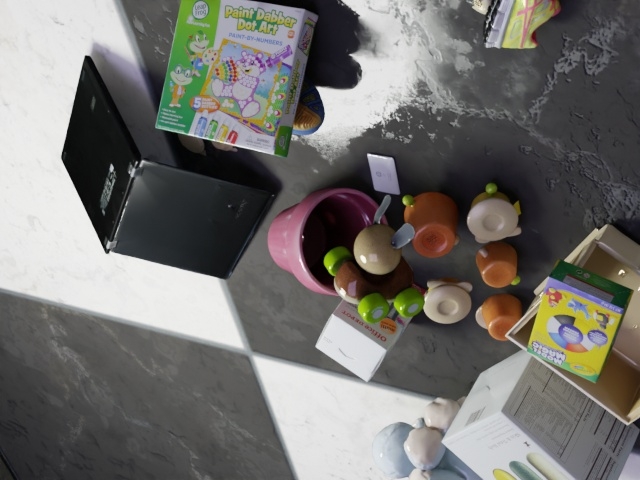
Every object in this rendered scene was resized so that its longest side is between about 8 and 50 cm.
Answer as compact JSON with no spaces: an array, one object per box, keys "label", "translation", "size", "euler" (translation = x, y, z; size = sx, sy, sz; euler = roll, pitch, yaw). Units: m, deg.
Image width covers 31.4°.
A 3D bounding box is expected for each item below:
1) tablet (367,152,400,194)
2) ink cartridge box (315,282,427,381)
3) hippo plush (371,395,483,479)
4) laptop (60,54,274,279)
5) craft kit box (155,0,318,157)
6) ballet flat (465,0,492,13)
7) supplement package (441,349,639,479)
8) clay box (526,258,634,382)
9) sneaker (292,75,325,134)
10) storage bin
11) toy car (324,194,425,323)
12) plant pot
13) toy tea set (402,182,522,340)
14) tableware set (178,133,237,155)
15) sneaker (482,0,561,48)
[{"label":"tablet","translation":[0.114,-0.120,2.053],"size":[0.054,0.006,0.083],"euler":[13,135,30]},{"label":"ink cartridge box","translation":[0.098,0.154,2.203],"size":[0.128,0.176,0.127],"euler":[33,142,7]},{"label":"hippo plush","translation":[0.244,0.423,2.384],"size":[0.294,0.234,0.236],"euler":[10,179,-33]},{"label":"laptop","translation":[-0.336,-0.137,2.375],"size":[0.408,0.236,0.382],"euler":[61,149,18]},{"label":"craft kit box","translation":[-0.145,-0.286,1.937],"size":[0.250,0.061,0.246],"euler":[14,92,26]},{"label":"ballet flat","translation":[0.193,-0.398,1.671],"size":[0.173,0.049,0.057],"euler":[48,142,-12]},{"label":"supplement package","translation":[0.415,0.369,2.146],"size":[0.263,0.198,0.199],"euler":[42,142,-5]},{"label":"clay box","translation":[0.413,0.142,1.838],"size":[0.127,0.053,0.222],"euler":[24,139,19]},{"label":"sneaker","translation":[-0.111,-0.250,2.037],"size":[0.296,0.112,0.131],"euler":[30,150,26]},{"label":"storage bin","translation":[0.498,0.140,1.910],"size":[0.262,0.123,0.260],"euler":[37,143,3]},{"label":"toy car","translation":[0.112,0.020,1.958],"size":[0.155,0.149,0.188],"euler":[53,137,38]},{"label":"plant pot","translation":[0.000,0.000,2.132],"size":[0.180,0.201,0.201],"euler":[4,133,58]},{"label":"toy tea set","translation":[0.264,0.034,2.033],"size":[0.200,0.124,0.336],"euler":[-8,125,8]},{"label":"tableware set","translation":[-0.235,-0.230,2.212],"size":[0.141,0.020,0.168],"euler":[12,137,33]},{"label":"sneaker","translation":[0.303,-0.358,1.614],"size":[0.094,0.081,0.208],"euler":[13,137,-5]}]
